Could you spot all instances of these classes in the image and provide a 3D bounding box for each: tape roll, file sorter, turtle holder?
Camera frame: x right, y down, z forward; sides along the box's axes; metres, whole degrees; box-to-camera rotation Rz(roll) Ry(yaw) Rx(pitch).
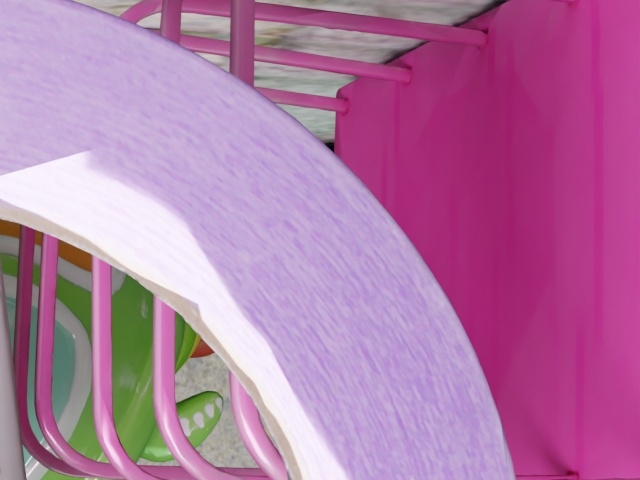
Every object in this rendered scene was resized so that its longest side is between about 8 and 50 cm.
[{"bbox_3d":[-0.094,0.077,0.362,0.275,0.275,0.090,-2,-173,-5],"label":"tape roll"},{"bbox_3d":[0.000,0.000,0.582,0.182,0.202,0.291,5,171,-24],"label":"file sorter"},{"bbox_3d":[-0.245,0.095,0.941,0.320,0.243,0.227,-35,130,23],"label":"turtle holder"}]

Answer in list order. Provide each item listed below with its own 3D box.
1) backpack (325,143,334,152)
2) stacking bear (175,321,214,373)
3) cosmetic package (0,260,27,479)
[{"bbox_3d":[0.007,-0.001,0.971,0.182,0.115,0.152,-7,171,12],"label":"backpack"},{"bbox_3d":[-0.163,0.062,1.332,0.164,0.175,0.289,23,-167,17],"label":"stacking bear"},{"bbox_3d":[-0.342,0.082,0.579,0.453,0.230,0.161,6,-159,21],"label":"cosmetic package"}]
